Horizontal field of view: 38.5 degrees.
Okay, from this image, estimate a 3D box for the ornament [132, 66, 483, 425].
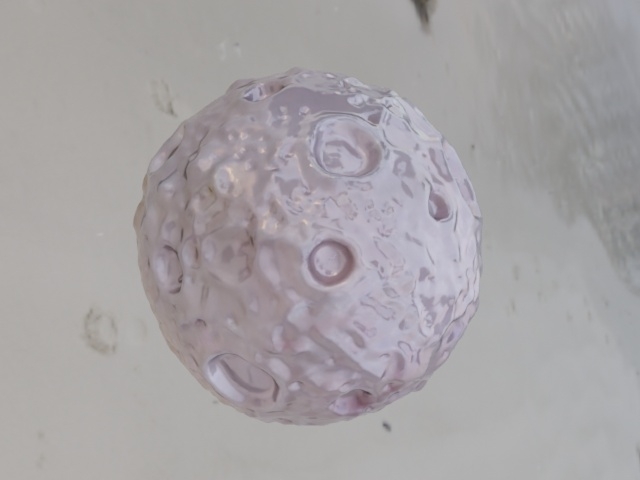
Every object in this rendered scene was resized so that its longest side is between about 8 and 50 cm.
[{"bbox_3d":[0.000,0.000,0.664,0.259,0.225,0.259,55,21,-33],"label":"ornament"}]
